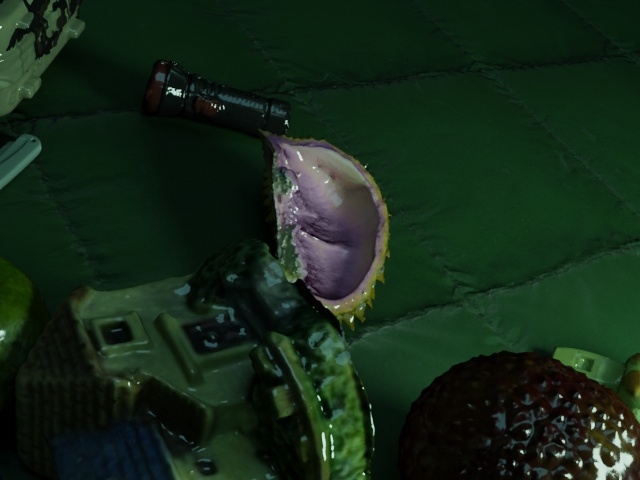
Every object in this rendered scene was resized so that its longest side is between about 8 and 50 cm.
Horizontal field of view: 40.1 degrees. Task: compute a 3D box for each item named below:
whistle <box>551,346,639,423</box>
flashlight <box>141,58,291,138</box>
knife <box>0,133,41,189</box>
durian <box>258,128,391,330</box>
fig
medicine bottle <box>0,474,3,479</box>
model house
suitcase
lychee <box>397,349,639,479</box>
[{"bbox_3d":[0.463,0.203,1.178,0.294,0.141,0.141,27,40,7],"label":"whistle"},{"bbox_3d":[-0.160,-0.212,1.385,0.232,0.093,0.093,15,41,-14],"label":"flashlight"},{"bbox_3d":[-0.430,-0.096,1.178,0.044,0.023,0.162,26,40,1],"label":"knife"},{"bbox_3d":[0.001,0.000,1.214,0.191,0.112,0.341,12,49,-27],"label":"durian"},{"bbox_3d":[-0.349,0.115,0.903,0.203,0.203,0.235,52,9,30],"label":"fig"},{"bbox_3d":[-0.389,0.252,0.711,0.079,0.124,0.258,64,30,-5],"label":"medicine bottle"},{"bbox_3d":[-0.139,0.170,0.844,0.266,0.261,0.321,-10,44,-29],"label":"model house"},{"bbox_3d":[-0.539,-0.338,1.268,0.339,0.194,0.351,13,40,-1],"label":"suitcase"},{"bbox_3d":[0.216,0.242,0.945,0.261,0.260,0.260,13,41,-12],"label":"lychee"}]
